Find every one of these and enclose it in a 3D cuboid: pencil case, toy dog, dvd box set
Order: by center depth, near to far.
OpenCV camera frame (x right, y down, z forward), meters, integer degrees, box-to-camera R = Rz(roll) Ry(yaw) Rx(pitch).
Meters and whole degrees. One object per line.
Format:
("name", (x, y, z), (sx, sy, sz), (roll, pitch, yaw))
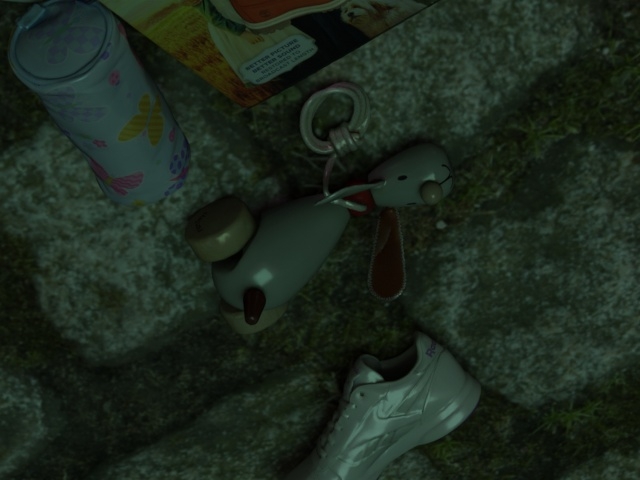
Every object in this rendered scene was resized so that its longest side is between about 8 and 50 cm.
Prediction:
("dvd box set", (-0.077, -0.304, 1.615), (0.307, 0.062, 0.420), (-27, 145, 22))
("pencil case", (-0.230, -0.143, 1.752), (0.113, 0.124, 0.273), (-61, 153, -18))
("toy dog", (0.000, 0.000, 1.924), (0.334, 0.161, 0.220), (-44, 121, 14))

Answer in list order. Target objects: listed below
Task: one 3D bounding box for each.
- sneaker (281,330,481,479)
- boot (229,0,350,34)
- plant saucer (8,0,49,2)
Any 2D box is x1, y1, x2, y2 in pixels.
("sneaker", (0.050, 0.231, 2.130), (0.305, 0.114, 0.152), (-37, 109, 5))
("boot", (-0.021, -0.259, 1.596), (0.158, 0.059, 0.084), (-23, 142, 17))
("plant saucer", (-0.280, -0.434, 1.621), (0.400, 0.100, 0.400), (-6, 123, -10))
